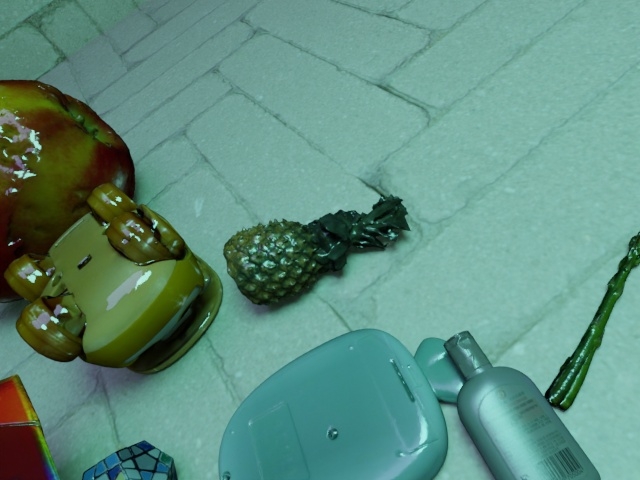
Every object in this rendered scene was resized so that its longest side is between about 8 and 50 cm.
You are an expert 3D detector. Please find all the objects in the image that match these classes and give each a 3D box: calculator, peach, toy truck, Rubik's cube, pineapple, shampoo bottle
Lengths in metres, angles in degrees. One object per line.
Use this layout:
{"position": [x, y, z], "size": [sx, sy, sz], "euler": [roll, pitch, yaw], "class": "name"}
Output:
{"position": [0.024, 0.194, 0.478], "size": [0.299, 0.041, 0.185], "euler": [-28, 48, 3], "class": "calculator"}
{"position": [-0.556, -0.078, 0.783], "size": [0.417, 0.339, 0.353], "euler": [-39, 47, 1], "class": "peach"}
{"position": [-0.278, 0.057, 0.625], "size": [0.204, 0.211, 0.288], "euler": [-49, 46, -13], "class": "toy truck"}
{"position": [-0.213, 0.283, 0.495], "size": [0.111, 0.111, 0.093], "euler": [32, 99, 40], "class": "Rubik's cube"}
{"position": [0.000, 0.000, 0.604], "size": [0.252, 0.125, 0.125], "euler": [-22, 48, 3], "class": "pineapple"}
{"position": [0.172, 0.162, 0.413], "size": [0.080, 0.040, 0.165], "euler": [-25, 56, -5], "class": "shampoo bottle"}

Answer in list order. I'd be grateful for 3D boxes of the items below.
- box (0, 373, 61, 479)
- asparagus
{"position": [-0.293, 0.311, 0.442], "size": [0.089, 0.197, 0.313], "euler": [-17, 36, -39], "class": "box"}
{"position": [0.291, 0.070, 0.453], "size": [0.232, 0.022, 0.023], "euler": [-53, 6, -14], "class": "asparagus"}
